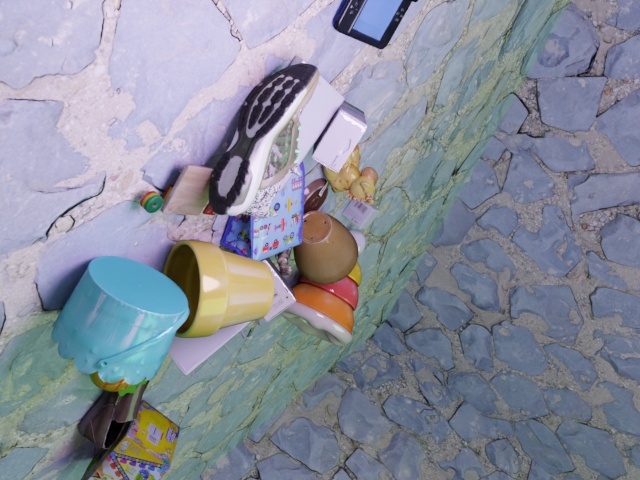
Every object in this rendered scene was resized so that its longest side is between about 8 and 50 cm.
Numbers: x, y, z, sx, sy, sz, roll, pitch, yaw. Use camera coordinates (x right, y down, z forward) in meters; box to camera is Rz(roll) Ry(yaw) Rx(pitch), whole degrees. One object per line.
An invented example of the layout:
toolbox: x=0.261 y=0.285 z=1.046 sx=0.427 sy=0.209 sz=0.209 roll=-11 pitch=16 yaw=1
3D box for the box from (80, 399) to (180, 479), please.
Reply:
box: x=-0.633 y=0.732 z=1.859 sx=0.279 sy=0.177 sz=0.290 roll=-49 pitch=-171 yaw=0

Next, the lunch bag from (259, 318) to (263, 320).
lunch bag: x=-0.240 y=0.261 z=2.140 sx=0.053 sy=0.071 sz=0.083 roll=-33 pitch=153 yaw=-34

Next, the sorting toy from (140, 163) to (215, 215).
sorting toy: x=-0.311 y=-0.128 z=1.359 sx=0.132 sy=0.046 sz=0.274 roll=-56 pitch=158 yaw=16

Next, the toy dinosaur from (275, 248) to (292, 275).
toy dinosaur: x=-0.124 y=0.027 z=1.932 sx=0.268 sy=0.064 sz=0.118 roll=-89 pitch=176 yaw=-69

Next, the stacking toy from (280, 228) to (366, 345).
stacking toy: x=0.062 y=0.167 z=2.370 sx=0.479 sy=0.351 sz=0.350 roll=-61 pitch=163 yaw=-18

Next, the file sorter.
file sorter: x=-0.346 y=0.268 z=1.750 sx=0.278 sy=0.193 sz=0.173 roll=-39 pitch=162 yaw=-16

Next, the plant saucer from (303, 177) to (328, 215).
plant saucer: x=-0.028 y=-0.138 z=1.942 sx=0.168 sy=0.029 sz=0.168 roll=-42 pitch=157 yaw=-22

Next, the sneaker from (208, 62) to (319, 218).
sneaker: x=-0.108 y=-0.227 z=1.356 sx=0.182 sy=0.158 sz=0.410 roll=23 pitch=101 yaw=-49

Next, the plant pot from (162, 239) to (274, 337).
plant pot: x=-0.265 y=0.129 z=1.506 sx=0.239 sy=0.254 sz=0.254 roll=4 pitch=127 yaw=-36

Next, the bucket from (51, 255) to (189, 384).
bucket: x=-0.453 y=0.175 z=1.302 sx=0.183 sy=0.281 sz=0.281 roll=-59 pitch=158 yaw=12

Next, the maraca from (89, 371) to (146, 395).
maraca: x=-0.572 y=0.381 z=1.607 sx=0.127 sy=0.099 sz=0.185 roll=-38 pitch=136 yaw=-4

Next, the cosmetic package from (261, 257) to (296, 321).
cosmetic package: x=-0.168 y=0.147 z=1.799 sx=0.113 sy=0.160 sz=0.309 roll=-37 pitch=-179 yaw=-4

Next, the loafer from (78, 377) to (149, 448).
loafer: x=-0.594 y=0.494 z=1.744 sx=0.366 sy=0.130 sz=0.134 roll=-54 pitch=159 yaw=12

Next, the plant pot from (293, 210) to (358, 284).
plant pot: x=0.000 y=0.000 z=1.950 sx=0.237 sy=0.237 sz=0.254 roll=-46 pitch=157 yaw=-10

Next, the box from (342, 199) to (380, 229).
box: x=0.164 y=-0.113 z=2.269 sx=0.102 sy=0.101 sz=0.087 roll=-54 pitch=159 yaw=16

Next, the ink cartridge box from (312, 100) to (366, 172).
ink cartridge box: x=0.054 y=-0.302 z=1.602 sx=0.154 sy=0.093 sz=0.212 roll=-57 pitch=-168 yaw=21

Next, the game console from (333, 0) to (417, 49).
game console: x=0.213 y=-0.592 z=1.437 sx=0.293 sy=0.173 sz=0.250 roll=-11 pitch=137 yaw=-58

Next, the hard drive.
hard drive: x=-0.084 y=-0.291 z=1.461 sx=0.307 sy=0.040 sz=0.203 roll=-54 pitch=143 yaw=7

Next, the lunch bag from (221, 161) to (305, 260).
lunch bag: x=-0.146 y=-0.107 z=1.645 sx=0.221 sy=0.138 sz=0.293 roll=-23 pitch=138 yaw=-45

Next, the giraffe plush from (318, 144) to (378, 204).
giraffe plush: x=0.113 y=-0.205 z=1.866 sx=0.181 sy=0.170 sz=0.210 roll=0 pitch=117 yaw=-63
